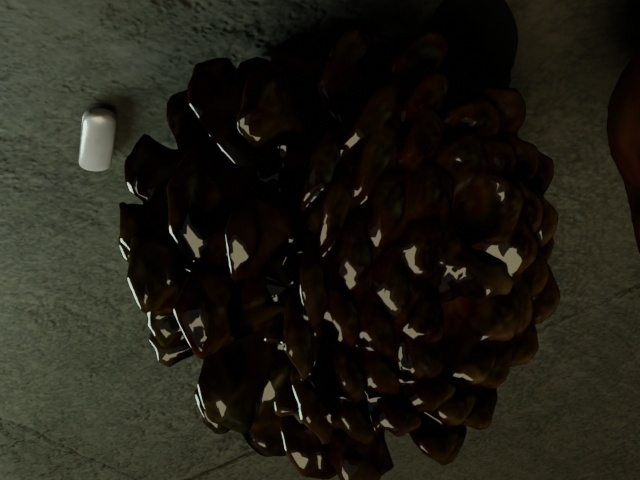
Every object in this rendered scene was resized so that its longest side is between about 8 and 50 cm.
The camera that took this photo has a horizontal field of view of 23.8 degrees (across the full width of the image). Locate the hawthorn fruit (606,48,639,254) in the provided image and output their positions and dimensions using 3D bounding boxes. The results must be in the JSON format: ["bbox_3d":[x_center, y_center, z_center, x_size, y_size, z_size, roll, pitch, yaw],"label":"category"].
[{"bbox_3d":[0.477,-0.083,1.235,0.472,0.472,0.472,-4,145,-3],"label":"hawthorn fruit"}]

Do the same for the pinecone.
[{"bbox_3d":[0.000,0.000,1.311,0.398,0.398,0.398,-4,145,-3],"label":"pinecone"}]

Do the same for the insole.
[{"bbox_3d":[0.145,-0.149,1.420,0.086,0.005,0.253,-9,144,5],"label":"insole"}]

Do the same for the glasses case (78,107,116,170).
[{"bbox_3d":[-0.209,-0.094,1.425,0.032,0.021,0.083,3,144,-9],"label":"glasses case"}]
